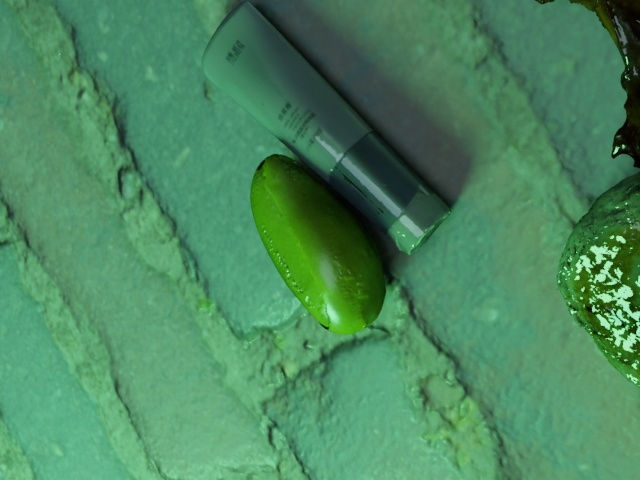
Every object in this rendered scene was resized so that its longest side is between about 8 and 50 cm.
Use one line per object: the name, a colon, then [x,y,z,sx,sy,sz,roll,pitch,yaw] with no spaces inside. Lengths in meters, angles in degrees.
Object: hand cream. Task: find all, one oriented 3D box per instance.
hand cream: [-0.001,-0.091,0.749,0.255,0.048,0.079,46,117,13]

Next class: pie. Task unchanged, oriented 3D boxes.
pie: [0.254,0.038,0.625,0.187,0.041,0.187,18,129,23]

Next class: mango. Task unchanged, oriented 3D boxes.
mango: [0.000,0.000,0.755,0.165,0.074,0.091,63,149,8]

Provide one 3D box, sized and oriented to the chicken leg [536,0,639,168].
chicken leg: [0.190,-0.176,0.601,0.113,0.093,0.304,-29,93,19]
